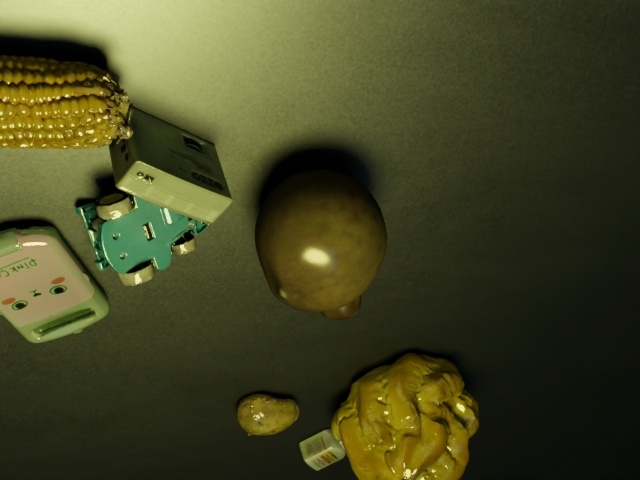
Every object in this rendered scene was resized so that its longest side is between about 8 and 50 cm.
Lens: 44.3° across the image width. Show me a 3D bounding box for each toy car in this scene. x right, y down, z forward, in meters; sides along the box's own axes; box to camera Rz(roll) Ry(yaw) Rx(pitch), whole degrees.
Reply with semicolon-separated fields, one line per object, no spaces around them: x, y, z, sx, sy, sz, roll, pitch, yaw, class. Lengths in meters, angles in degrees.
-0.248;-0.026;1.094;0.161;0.098;0.126;-33;123;-34;toy car

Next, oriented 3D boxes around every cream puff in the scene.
0.197;0.406;1.601;0.291;0.257;0.324;-32;132;4;cream puff

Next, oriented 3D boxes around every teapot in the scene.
0.023;0.085;1.336;0.121;0.076;0.068;4;130;14;teapot

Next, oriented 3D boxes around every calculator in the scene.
-0.405;0.067;1.138;0.141;0.045;0.246;-21;140;-2;calculator

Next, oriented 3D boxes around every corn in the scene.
-0.366;-0.153;0.870;0.318;0.115;0.115;-2;135;-23;corn

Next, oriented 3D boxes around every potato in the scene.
-0.102;0.347;1.559;0.138;0.070;0.091;16;127;-37;potato

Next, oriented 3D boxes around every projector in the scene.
-0.196;-0.093;1.005;0.147;0.115;0.061;23;124;-41;projector

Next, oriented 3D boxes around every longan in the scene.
0.000;0.000;1.141;0.196;0.196;0.220;-16;131;-8;longan

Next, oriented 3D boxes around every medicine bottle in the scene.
0.021;0.456;1.746;0.118;0.055;0.074;-28;138;5;medicine bottle
